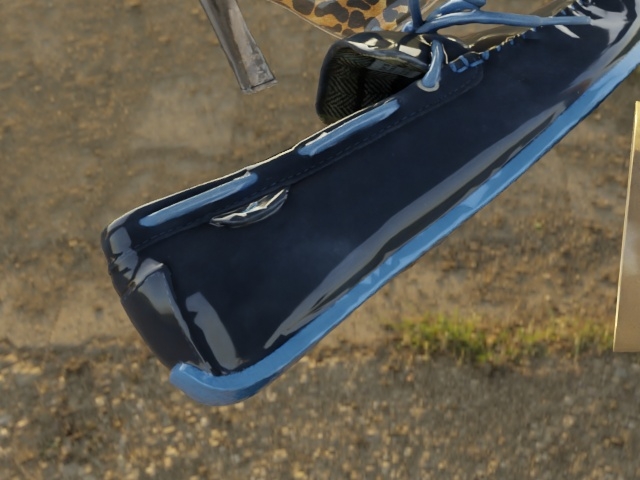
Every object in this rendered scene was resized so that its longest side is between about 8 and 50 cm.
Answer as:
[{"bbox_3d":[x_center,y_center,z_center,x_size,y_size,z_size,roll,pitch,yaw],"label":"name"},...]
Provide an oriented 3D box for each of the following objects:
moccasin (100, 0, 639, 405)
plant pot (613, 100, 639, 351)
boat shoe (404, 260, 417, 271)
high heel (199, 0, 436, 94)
[{"bbox_3d":[0.044,-0.061,0.565,0.342,0.138,0.117,-38,85,-30],"label":"moccasin"},{"bbox_3d":[0.441,-0.001,1.123,0.274,0.256,0.256,5,47,15],"label":"plant pot"},{"bbox_3d":[0.000,0.000,0.800,0.072,0.190,0.068,-20,78,35],"label":"boat shoe"},{"bbox_3d":[0.003,-0.272,1.066,0.261,0.186,0.093,-27,24,-5],"label":"high heel"}]
